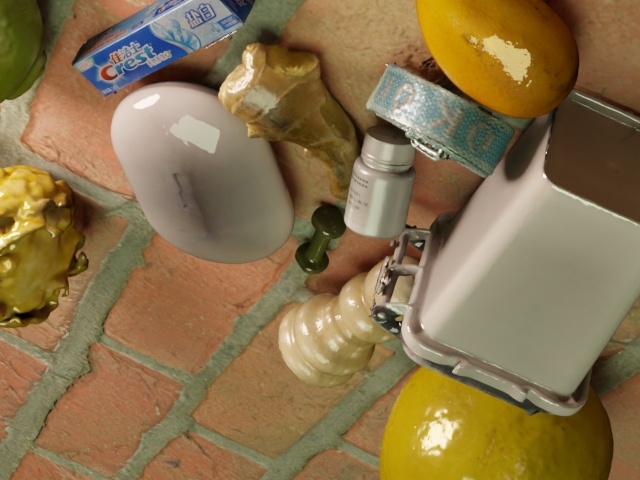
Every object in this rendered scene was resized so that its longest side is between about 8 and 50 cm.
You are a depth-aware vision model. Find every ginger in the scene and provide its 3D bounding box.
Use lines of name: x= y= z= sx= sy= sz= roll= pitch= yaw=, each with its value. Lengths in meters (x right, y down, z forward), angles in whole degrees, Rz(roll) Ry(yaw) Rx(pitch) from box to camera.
ginger: x=-0.019 y=-0.137 z=1.705 sx=0.131 sy=0.086 sz=0.294 roll=-29 pitch=135 yaw=8

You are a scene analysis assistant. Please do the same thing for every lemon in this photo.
lemon: x=0.248 y=0.303 z=1.940 sx=0.348 sy=0.348 sz=0.348 roll=13 pitch=144 yaw=10

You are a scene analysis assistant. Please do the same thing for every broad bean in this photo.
broad bean: x=-0.460 y=-0.285 z=1.693 sx=0.238 sy=0.119 sz=0.291 roll=8 pitch=142 yaw=17

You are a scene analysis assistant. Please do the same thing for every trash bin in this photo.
trash bin: x=0.258 y=0.005 z=1.634 sx=0.296 sy=0.255 sz=0.367 roll=25 pitch=138 yaw=-3

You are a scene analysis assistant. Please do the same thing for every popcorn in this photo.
popcorn: x=-0.446 y=0.009 z=1.986 sx=0.190 sy=0.250 sz=0.250 roll=30 pitch=147 yaw=15

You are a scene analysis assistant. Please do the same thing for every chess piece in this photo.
chess piece: x=0.066 y=0.104 z=1.956 sx=0.143 sy=0.142 sz=0.261 roll=34 pitch=135 yaw=-18

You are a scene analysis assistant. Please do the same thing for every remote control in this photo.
remote control: x=-0.156 y=-0.085 z=1.820 sx=0.221 sy=0.103 sz=0.332 roll=0 pitch=140 yaw=17

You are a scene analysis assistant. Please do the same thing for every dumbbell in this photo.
dumbbell: x=0.000 y=0.000 z=1.900 sx=0.046 sy=0.052 sz=0.118 roll=-17 pitch=155 yaw=-26

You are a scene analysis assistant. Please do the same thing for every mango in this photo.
mango: x=0.187 y=-0.226 z=1.471 sx=0.219 sy=0.112 sz=0.145 roll=44 pitch=143 yaw=-14

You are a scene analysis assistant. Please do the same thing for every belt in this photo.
belt: x=0.142 y=-0.134 z=1.569 sx=0.148 sy=0.082 sz=0.163 roll=29 pitch=-174 yaw=-22

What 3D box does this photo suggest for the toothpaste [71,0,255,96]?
toothpaste: x=-0.196 y=-0.254 z=1.662 sx=0.272 sy=0.053 sz=0.066 roll=-18 pitch=129 yaw=42

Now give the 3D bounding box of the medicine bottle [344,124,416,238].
medicine bottle: x=0.079 y=-0.074 z=1.707 sx=0.080 sy=0.080 sz=0.130 roll=14 pitch=114 yaw=8
